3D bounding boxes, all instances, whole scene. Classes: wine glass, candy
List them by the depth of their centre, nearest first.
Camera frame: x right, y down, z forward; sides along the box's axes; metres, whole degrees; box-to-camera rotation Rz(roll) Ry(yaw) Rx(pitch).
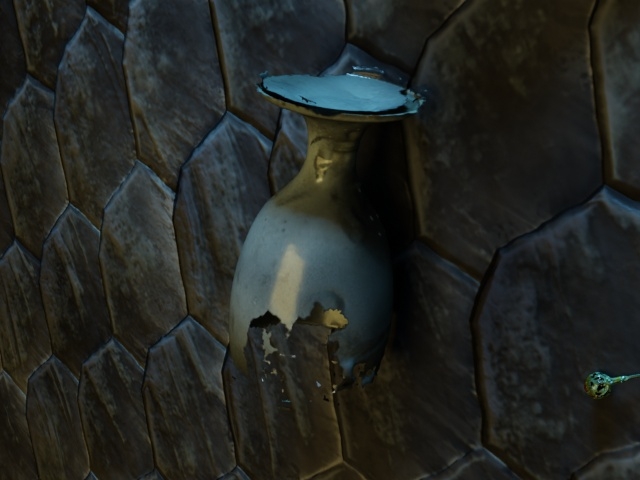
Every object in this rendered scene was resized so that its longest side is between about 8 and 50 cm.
[{"bbox_3d":[0.288,0.132,0.848,0.083,0.025,0.023,-19,132,39],"label":"candy"},{"bbox_3d":[0.001,-0.004,0.978,0.190,0.190,0.357,25,117,38],"label":"wine glass"}]
